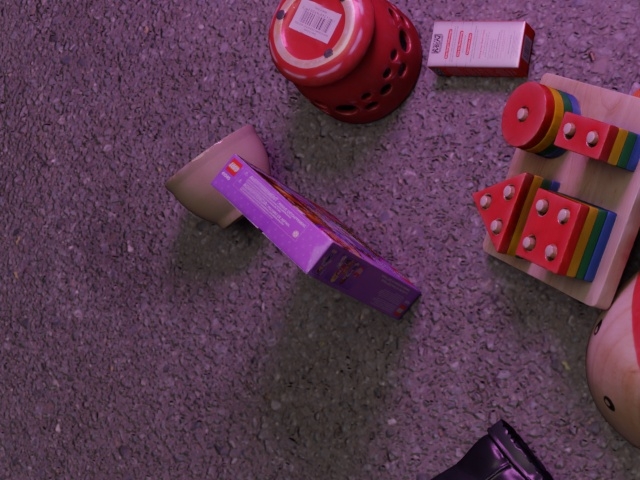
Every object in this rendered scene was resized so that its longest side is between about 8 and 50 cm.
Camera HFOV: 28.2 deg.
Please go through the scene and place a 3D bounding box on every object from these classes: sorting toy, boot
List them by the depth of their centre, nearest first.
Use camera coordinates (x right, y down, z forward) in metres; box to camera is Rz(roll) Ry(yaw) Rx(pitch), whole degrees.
[{"bbox_3d":[0.298,-0.077,1.616,0.255,0.089,0.257,32,106,59],"label":"sorting toy"},{"bbox_3d":[0.223,0.379,1.625,0.207,0.094,0.246,-43,55,9],"label":"boot"}]

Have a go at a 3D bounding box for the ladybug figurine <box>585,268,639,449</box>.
[{"bbox_3d":[0.518,0.116,1.490,0.449,0.162,0.305,-17,70,24],"label":"ladybug figurine"}]

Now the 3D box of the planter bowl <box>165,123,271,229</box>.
[{"bbox_3d":[-0.137,-0.086,1.920,0.162,0.162,0.109,-36,91,17],"label":"planter bowl"}]

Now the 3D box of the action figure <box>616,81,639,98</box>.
[{"bbox_3d":[0.487,-0.224,1.552,0.330,0.179,0.341,-27,64,57],"label":"action figure"}]

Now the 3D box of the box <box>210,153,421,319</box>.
[{"bbox_3d":[0.000,0.000,1.728,0.201,0.293,0.057,42,96,30],"label":"box"}]

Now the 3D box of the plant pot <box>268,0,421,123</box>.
[{"bbox_3d":[0.028,-0.282,1.855,0.191,0.174,0.191,-7,76,29],"label":"plant pot"}]

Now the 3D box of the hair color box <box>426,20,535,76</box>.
[{"bbox_3d":[0.228,-0.273,1.815,0.141,0.043,0.072,6,81,29],"label":"hair color box"}]
